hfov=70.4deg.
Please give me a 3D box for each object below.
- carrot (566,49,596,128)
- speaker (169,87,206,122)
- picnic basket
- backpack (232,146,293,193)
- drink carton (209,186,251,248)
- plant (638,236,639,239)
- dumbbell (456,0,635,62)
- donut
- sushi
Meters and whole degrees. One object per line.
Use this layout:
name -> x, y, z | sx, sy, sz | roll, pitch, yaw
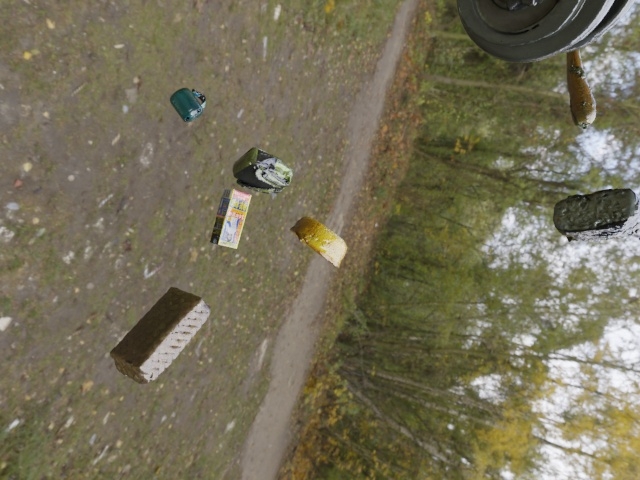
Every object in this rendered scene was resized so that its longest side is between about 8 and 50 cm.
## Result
carrot -> 0.555, -0.359, 0.981 | 0.049, 0.049, 0.255 | 62, 27, -72
speaker -> -0.331, -0.345, 1.149 | 0.060, 0.075, 0.094 | -31, -170, 21
picnic basket -> -0.305, 0.174, 0.867 | 0.193, 0.110, 0.055 | -54, 144, -32
backpack -> -0.245, -0.294, 1.988 | 0.253, 0.207, 0.140 | 21, 65, -34
drink carton -> -0.260, -0.064, 1.308 | 0.071, 0.056, 0.166 | 17, 88, -44
plant -> 0.641, -0.046, 0.742 | 0.142, 0.203, 0.131 | 44, 51, -41
dumbbell -> 0.296, -0.336, 0.582 | 0.289, 0.192, 0.192 | -28, 139, -42
donut -> -0.001, -0.002, 1.290 | 0.075, 0.174, 0.190 | -54, -162, -2
sushi -> 0.786, -0.063, 1.275 | 0.127, 0.225, 0.124 | 27, 64, -35
